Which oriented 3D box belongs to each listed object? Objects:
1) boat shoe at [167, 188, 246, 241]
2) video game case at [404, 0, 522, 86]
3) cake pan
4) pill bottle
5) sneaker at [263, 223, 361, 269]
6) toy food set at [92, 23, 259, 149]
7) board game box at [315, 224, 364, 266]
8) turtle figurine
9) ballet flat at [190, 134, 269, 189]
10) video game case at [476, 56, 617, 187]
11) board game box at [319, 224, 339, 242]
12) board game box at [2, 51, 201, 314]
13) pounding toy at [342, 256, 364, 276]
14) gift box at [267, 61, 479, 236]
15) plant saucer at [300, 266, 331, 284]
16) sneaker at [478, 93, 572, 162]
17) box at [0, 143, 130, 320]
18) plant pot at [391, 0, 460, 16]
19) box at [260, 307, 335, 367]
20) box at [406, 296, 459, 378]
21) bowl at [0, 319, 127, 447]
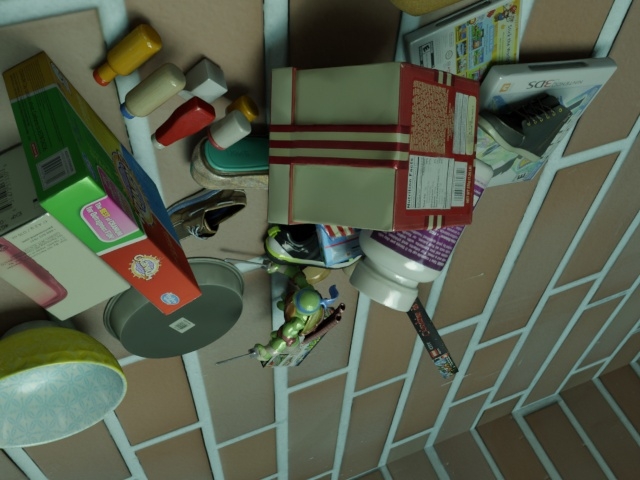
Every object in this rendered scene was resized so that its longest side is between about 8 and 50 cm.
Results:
[{"bbox_3d":[-0.208,-0.038,1.208,0.183,0.066,0.066,-35,146,11],"label":"boat shoe"},{"bbox_3d":[0.248,-0.304,1.209,0.206,0.026,0.227,-25,146,-4],"label":"video game case"},{"bbox_3d":[-0.286,0.148,1.422,0.293,0.054,0.293,-19,146,-13],"label":"cake pan"},{"bbox_3d":[0.172,-0.031,1.266,0.169,0.169,0.301,17,102,-47],"label":"pill bottle"},{"bbox_3d":[0.000,0.000,1.394,0.235,0.084,0.097,-3,139,-32],"label":"sneaker"},{"bbox_3d":[-0.194,-0.188,0.980,0.105,0.111,0.232,-29,150,25],"label":"toy food set"},{"bbox_3d":[0.065,-0.066,1.326,0.160,0.039,0.211,-18,125,-14],"label":"board game box"},{"bbox_3d":[-0.101,0.140,1.433,0.275,0.197,0.266,-19,163,-9],"label":"turtle figurine"},{"bbox_3d":[-0.072,-0.127,1.176,0.316,0.107,0.106,2,157,-29],"label":"ballet flat"},{"bbox_3d":[0.385,-0.218,1.382,0.300,0.036,0.329,-11,148,-27],"label":"video game case"},{"bbox_3d":[0.034,-0.054,1.282,0.090,0.020,0.090,-38,127,-1],"label":"board game box"},{"bbox_3d":[-0.289,-0.066,0.956,0.064,0.242,0.316,-29,148,-1],"label":"board game box"},{"bbox_3d":[0.160,-0.005,1.511,0.183,0.110,0.237,-15,176,-38],"label":"pounding toy"},{"bbox_3d":[0.077,-0.124,1.048,0.276,0.258,0.254,2,94,-52],"label":"gift box"},{"bbox_3d":[-0.015,0.069,1.540,0.084,0.015,0.083,-18,146,-13],"label":"plant saucer"},{"bbox_3d":[0.363,-0.223,1.256,0.222,0.083,0.118,9,125,-50],"label":"sneaker"},{"bbox_3d":[-0.405,-0.008,1.036,0.127,0.148,0.232,-27,147,-1],"label":"box"},{"bbox_3d":[0.182,-0.408,0.869,0.237,0.237,0.254,12,146,-44],"label":"plant pot"},{"bbox_3d":[-0.055,0.242,1.729,0.114,0.036,0.207,5,135,-40],"label":"box"},{"bbox_3d":[0.258,0.214,1.733,0.044,0.233,0.159,-29,147,4],"label":"box"},{"bbox_3d":[-0.520,0.241,1.288,0.290,0.156,0.289,-19,147,-13],"label":"bowl"}]
